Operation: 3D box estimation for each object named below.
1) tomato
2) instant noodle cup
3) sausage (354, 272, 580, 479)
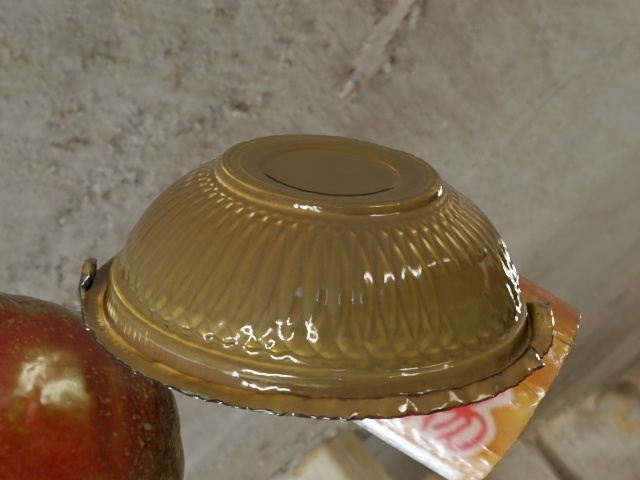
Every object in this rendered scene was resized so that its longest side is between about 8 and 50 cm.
[{"bbox_3d":[-0.266,0.163,1.039,0.304,0.238,0.303,-6,171,-1],"label":"tomato"},{"bbox_3d":[0.000,0.000,0.711,0.274,0.274,0.090,-21,123,-48],"label":"instant noodle cup"},{"bbox_3d":[0.092,0.095,1.321,0.233,0.287,0.233,-57,174,-9],"label":"sausage"}]
